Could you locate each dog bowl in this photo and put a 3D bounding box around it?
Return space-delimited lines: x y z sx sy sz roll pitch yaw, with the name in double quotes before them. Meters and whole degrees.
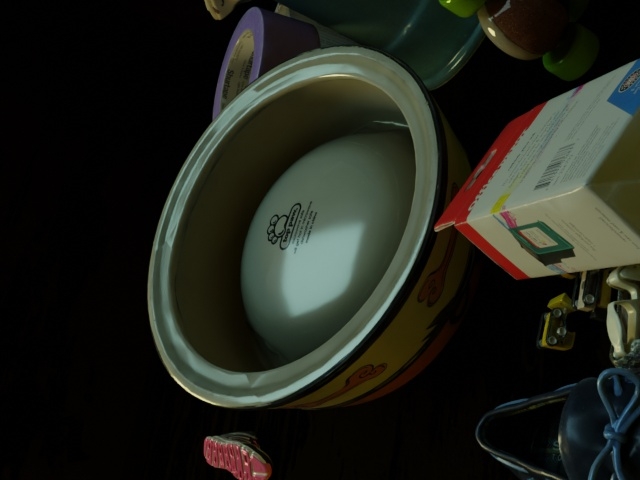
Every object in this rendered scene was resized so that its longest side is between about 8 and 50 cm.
"dog bowl" 0.000 0.000 0.965 0.408 0.150 0.408 -21 56 35

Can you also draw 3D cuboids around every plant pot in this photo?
"plant pot" 0.054 -0.417 1.158 0.341 0.334 0.341 -161 90 -75

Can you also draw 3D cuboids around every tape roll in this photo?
"tape roll" -0.074 -0.202 1.155 0.189 0.080 0.189 -169 90 -67

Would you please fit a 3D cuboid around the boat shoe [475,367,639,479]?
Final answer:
"boat shoe" 0.183 0.136 0.551 0.258 0.089 0.109 138 146 -61

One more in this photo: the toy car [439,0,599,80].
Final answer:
"toy car" 0.220 -0.262 0.775 0.188 0.155 0.149 -41 33 44

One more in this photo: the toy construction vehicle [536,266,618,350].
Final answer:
"toy construction vehicle" 0.208 0.036 0.694 0.086 0.035 0.098 119 167 -71

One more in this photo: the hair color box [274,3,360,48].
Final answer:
"hair color box" 0.018 -0.268 1.387 0.374 0.185 0.113 -94 26 -54

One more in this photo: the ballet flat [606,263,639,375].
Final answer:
"ballet flat" 0.221 0.041 0.621 0.041 0.041 0.114 139 146 -62

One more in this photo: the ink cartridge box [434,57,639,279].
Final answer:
"ink cartridge box" 0.192 -0.048 0.674 0.134 0.078 0.231 -53 10 -16

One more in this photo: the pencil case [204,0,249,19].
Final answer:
"pencil case" -0.012 -0.483 1.383 0.183 0.410 0.160 -152 42 -83

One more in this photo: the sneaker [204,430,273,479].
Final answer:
"sneaker" -0.117 0.340 1.414 0.170 0.075 0.063 1 99 53
